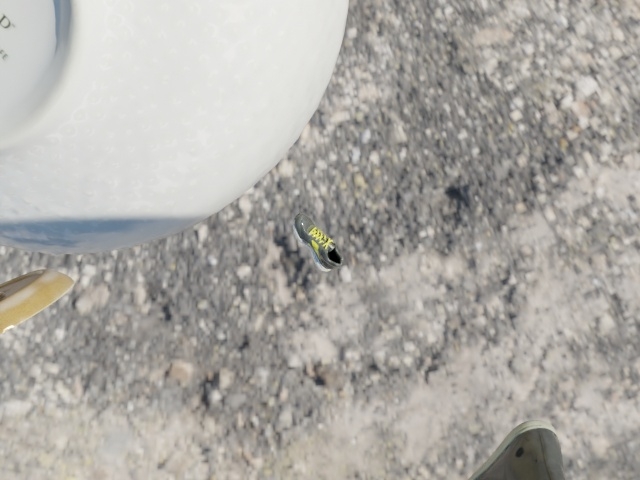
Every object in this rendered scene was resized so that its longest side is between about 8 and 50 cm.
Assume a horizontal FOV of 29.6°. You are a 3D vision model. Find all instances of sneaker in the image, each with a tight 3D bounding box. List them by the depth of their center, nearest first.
[{"bbox_3d":[0.000,0.000,1.428,0.035,0.031,0.083,-6,127,49],"label":"sneaker"},{"bbox_3d":[0.233,0.338,1.502,0.083,0.118,0.222,14,123,-14],"label":"sneaker"}]

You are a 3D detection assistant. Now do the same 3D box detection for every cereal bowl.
[{"bbox_3d":[-0.162,-0.141,0.633,0.339,0.141,0.339,6,112,15],"label":"cereal bowl"}]

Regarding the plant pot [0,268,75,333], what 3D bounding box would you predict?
[{"bbox_3d":[-0.406,0.091,1.441,0.236,0.236,0.032,-23,102,10],"label":"plant pot"}]
